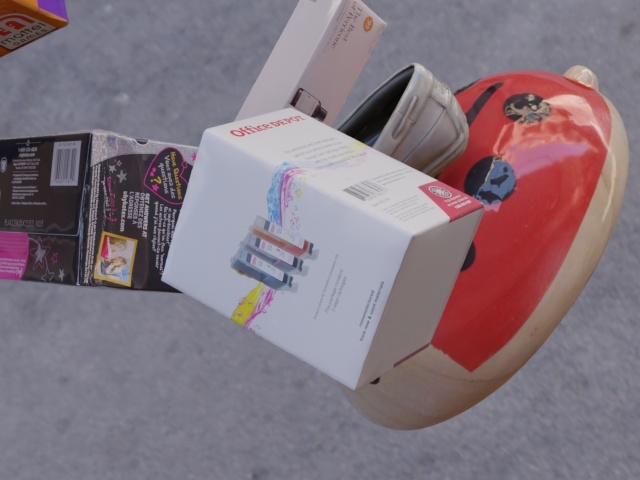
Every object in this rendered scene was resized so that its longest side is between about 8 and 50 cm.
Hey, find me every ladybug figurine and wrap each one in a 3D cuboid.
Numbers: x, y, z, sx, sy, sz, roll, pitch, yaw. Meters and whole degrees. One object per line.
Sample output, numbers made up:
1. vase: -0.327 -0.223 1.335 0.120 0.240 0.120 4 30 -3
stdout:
1. ladybug figurine: 0.150 -0.013 1.506 0.305 0.162 0.449 24 78 53

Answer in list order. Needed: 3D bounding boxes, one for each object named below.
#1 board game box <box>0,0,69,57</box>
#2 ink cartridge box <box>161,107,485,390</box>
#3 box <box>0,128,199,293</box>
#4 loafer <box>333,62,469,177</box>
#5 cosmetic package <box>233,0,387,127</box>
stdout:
1. board game box: -0.492 -0.322 1.208 0.356 0.356 0.356 -21 72 23
2. ink cartridge box: 0.000 0.000 1.014 0.176 0.128 0.127 29 114 21
3. box: -0.252 -0.030 1.511 0.247 0.142 0.163 2 87 51
4. loafer: -0.001 -0.055 1.397 0.319 0.111 0.112 -40 36 0
5. cosmetic package: -0.020 -0.171 1.605 0.060 0.099 0.239 28 89 34
